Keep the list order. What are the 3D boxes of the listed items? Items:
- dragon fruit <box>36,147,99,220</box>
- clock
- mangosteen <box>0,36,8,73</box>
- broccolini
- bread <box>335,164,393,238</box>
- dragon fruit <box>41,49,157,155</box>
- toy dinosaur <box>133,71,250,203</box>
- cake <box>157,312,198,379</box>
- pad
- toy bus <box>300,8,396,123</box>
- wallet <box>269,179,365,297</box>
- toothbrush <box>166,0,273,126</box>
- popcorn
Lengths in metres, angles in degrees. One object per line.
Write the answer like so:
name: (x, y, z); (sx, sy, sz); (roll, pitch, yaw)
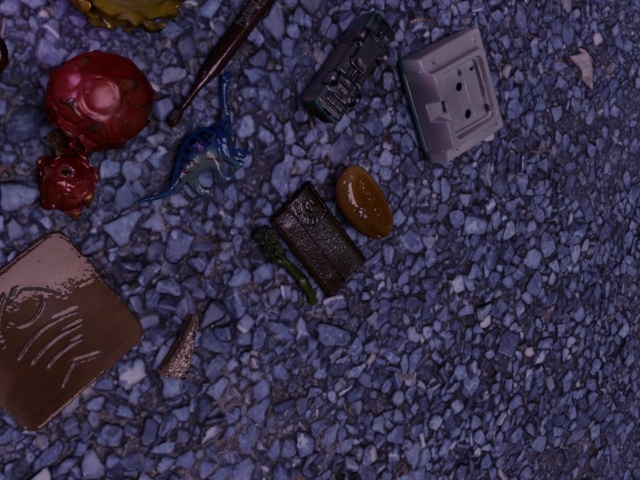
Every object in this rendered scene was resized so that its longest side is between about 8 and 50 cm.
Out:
dragon fruit: (-0.448, -0.103, 1.332); (0.112, 0.068, 0.126); (17, 87, -33)
clock: (0.326, -0.342, 1.767); (0.231, 0.116, 0.262); (-30, 114, -26)
mangosteen: (-0.559, -0.291, 1.131); (0.194, 0.231, 0.194); (-17, 110, -54)
broccolini: (-0.070, 0.057, 1.626); (0.054, 0.051, 0.239); (-23, 125, 19)
bread: (0.093, -0.083, 1.683); (0.189, 0.077, 0.114); (58, 48, -25)
dragon fruit: (-0.383, -0.240, 1.295); (0.209, 0.172, 0.172); (-40, 118, -32)
toy dinosaur: (-0.215, -0.165, 1.470); (0.144, 0.076, 0.329); (38, 74, -25)
cake: (-0.272, 0.217, 1.510); (0.055, 0.051, 0.140); (31, 83, -32)
pad: (-0.505, 0.166, 1.370); (0.286, 0.018, 0.284); (-43, 119, -20)
toy bus: (0.061, -0.367, 1.592); (0.091, 0.109, 0.261); (42, 73, -29)
wallet: (0.000, 0.000, 1.658); (0.133, 0.039, 0.243); (-47, 119, -19)
toothbrush: (-0.190, -0.368, 1.470); (0.041, 0.041, 0.364); (41, 75, -31)
popcorn: (-0.313, -0.459, 1.273); (0.250, 0.250, 0.189); (-7, 85, -32)
